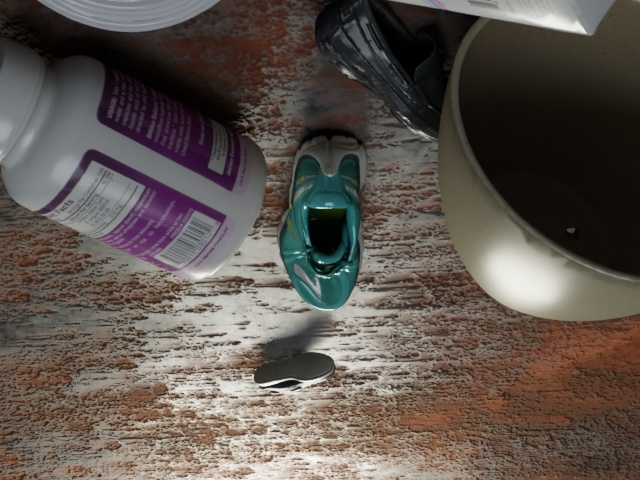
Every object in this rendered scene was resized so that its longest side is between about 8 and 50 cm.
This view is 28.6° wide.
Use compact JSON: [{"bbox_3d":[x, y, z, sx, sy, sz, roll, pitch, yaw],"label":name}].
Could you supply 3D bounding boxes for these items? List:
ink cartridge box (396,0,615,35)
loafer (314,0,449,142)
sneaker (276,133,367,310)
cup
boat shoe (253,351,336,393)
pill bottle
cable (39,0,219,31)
[{"bbox_3d":[0.078,-0.291,0.951,0.306,0.131,0.226,23,162,45],"label":"ink cartridge box"},{"bbox_3d":[0.091,-0.171,1.265,0.078,0.076,0.223,-29,132,35],"label":"loafer"},{"bbox_3d":[0.000,0.000,1.452,0.107,0.110,0.275,0,142,0],"label":"sneaker"},{"bbox_3d":[0.249,-0.051,1.237,0.331,0.331,0.237,9,148,-11],"label":"cup"},{"bbox_3d":[-0.031,0.187,1.734,0.125,0.046,0.038,-15,139,23],"label":"boat shoe"},{"bbox_3d":[-0.220,-0.087,1.299,0.301,0.169,0.169,27,134,-29],"label":"pill bottle"},{"bbox_3d":[-0.171,-0.297,1.101,0.257,0.089,0.257,-18,138,21],"label":"cable"}]
